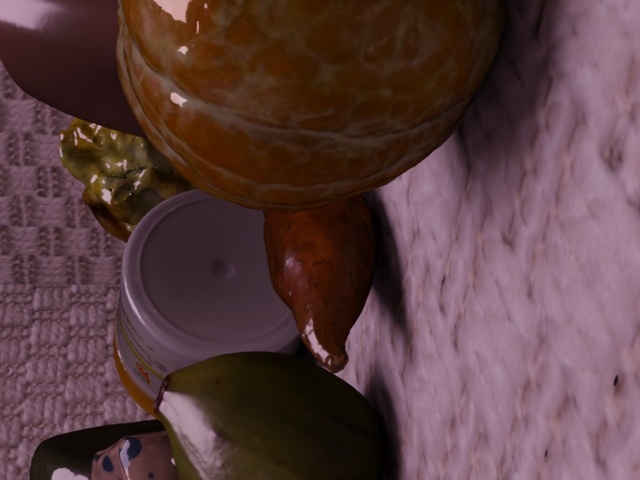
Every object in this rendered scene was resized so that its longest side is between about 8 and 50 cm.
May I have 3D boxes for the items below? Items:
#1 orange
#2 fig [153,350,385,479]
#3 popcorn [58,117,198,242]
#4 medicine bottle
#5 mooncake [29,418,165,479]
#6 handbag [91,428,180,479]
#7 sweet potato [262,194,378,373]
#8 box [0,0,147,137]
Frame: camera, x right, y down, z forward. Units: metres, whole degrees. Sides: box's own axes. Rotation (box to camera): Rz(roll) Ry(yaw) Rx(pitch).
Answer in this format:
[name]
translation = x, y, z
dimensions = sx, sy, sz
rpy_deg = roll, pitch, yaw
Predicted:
[orange]
translation = -0.008, -0.181, 0.746
dimensions = 0.329, 0.249, 0.329
rpy_deg = -179, 90, -75
[fig]
translation = -0.053, 0.198, 1.037
dimensions = 0.203, 0.225, 0.203
rpy_deg = -62, 9, 17
[popcorn]
translation = -0.195, -0.128, 1.609
dimensions = 0.312, 0.312, 0.312
rpy_deg = -179, 90, -79
[medicine bottle]
translation = -0.134, 0.088, 1.410
dimensions = 0.232, 0.238, 0.237
rpy_deg = 109, 159, -57
[mooncake]
translation = -0.221, 0.359, 1.545
dimensions = 0.351, 0.351, 0.187
rpy_deg = -162, 77, -79
[handbag]
translation = -0.120, 0.310, 1.301
dimensions = 0.190, 0.252, 0.193
rpy_deg = -33, 63, 57
[sweet potato]
translation = 0.001, 0.001, 1.063
dimensions = 0.359, 0.112, 0.112
rpy_deg = -100, 15, -56
[box]
translation = -0.241, -0.273, 1.363
dimensions = 0.301, 0.216, 0.300
rpy_deg = 9, -90, -75
